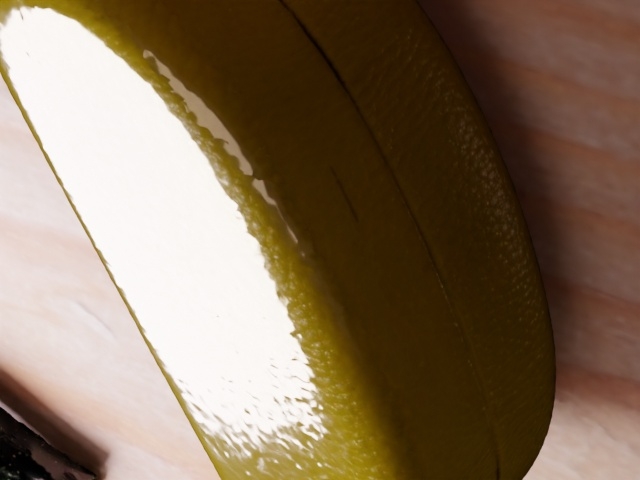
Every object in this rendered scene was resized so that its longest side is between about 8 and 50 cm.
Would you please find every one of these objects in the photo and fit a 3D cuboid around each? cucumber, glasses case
[{"bbox_3d":[-0.262,0.111,1.082,0.245,0.067,0.067,39,140,-4],"label":"cucumber"},{"bbox_3d":[0.000,0.000,0.733,0.173,0.141,0.371,11,135,47],"label":"glasses case"}]
